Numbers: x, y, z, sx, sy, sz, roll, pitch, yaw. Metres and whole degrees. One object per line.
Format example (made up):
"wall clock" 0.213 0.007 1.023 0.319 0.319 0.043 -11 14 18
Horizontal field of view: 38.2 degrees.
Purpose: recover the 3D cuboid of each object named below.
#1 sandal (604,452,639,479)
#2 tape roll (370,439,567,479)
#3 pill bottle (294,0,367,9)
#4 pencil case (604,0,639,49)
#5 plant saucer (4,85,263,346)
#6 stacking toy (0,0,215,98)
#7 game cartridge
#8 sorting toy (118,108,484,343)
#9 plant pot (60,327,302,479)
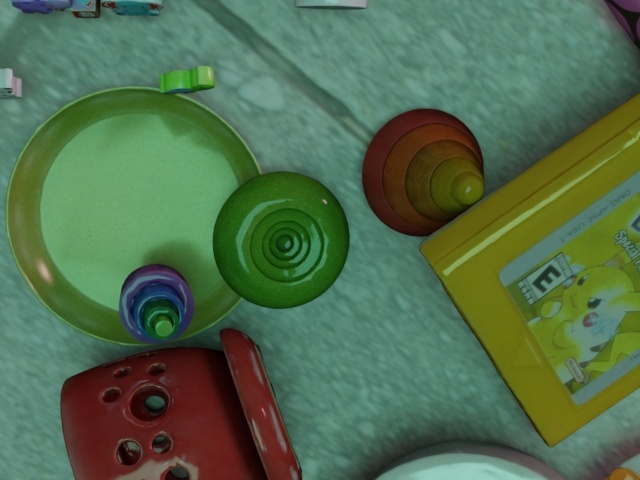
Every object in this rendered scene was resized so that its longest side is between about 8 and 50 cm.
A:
"sandal" 0.283 0.303 0.919 0.265 0.076 0.102 -45 77 7
"tape roll" 0.140 0.333 0.857 0.286 0.100 0.286 -1 84 13
"pill bottle" 0.010 -0.277 0.793 0.086 0.086 0.152 1 101 -3
"pencil case" 0.302 -0.232 0.815 0.098 0.095 0.209 -39 102 -11
"plant saucer" -0.166 -0.022 0.857 0.241 0.037 0.241 -1 100 -3
"stacking toy" -0.198 -0.210 0.795 0.221 0.052 0.167 -1 87 -3
"game cartridge" 0.282 0.014 0.816 0.323 0.053 0.285 -34 127 4
"sorting toy" 0.000 0.000 0.795 0.365 0.126 0.127 -25 106 -9
"plant pot" -0.116 0.184 0.825 0.174 0.191 0.191 -19 101 -6
